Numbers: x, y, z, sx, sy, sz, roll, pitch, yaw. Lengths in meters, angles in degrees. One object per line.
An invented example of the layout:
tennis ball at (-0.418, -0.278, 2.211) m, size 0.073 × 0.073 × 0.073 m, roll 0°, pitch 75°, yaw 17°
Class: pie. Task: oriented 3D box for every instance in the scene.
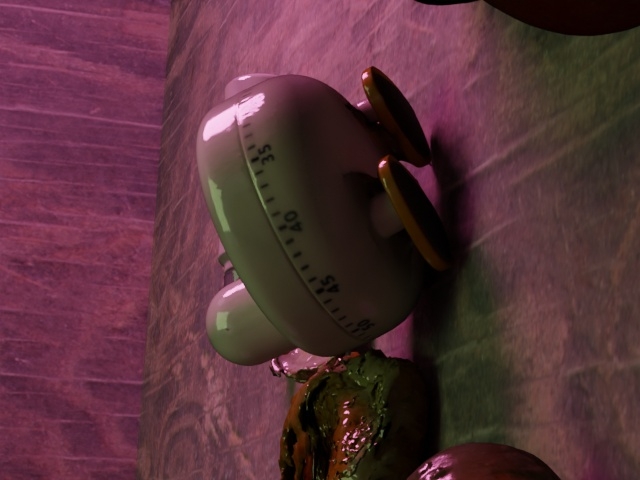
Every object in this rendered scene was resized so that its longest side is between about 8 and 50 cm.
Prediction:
pie at (0.018, 0.221, 1.620) m, size 0.308 × 0.085 × 0.308 m, roll -175°, pitch 90°, yaw -79°

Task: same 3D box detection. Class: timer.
timer at (-0.025, -0.010, 1.566) m, size 0.233 × 0.240 × 0.233 m, roll 54°, pitch -161°, yaw -28°

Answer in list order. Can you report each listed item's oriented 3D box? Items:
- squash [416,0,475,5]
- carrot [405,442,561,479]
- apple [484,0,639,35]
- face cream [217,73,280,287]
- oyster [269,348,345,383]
squash at (0.079, -0.265, 1.323) m, size 0.172 × 0.218 × 0.218 m, roll -44°, pitch 1°, yaw -17°
carrot at (0.113, 0.228, 1.067) m, size 0.302 × 0.138 × 0.139 m, roll -113°, pitch 31°, yaw -66°
apple at (0.133, -0.222, 0.977) m, size 0.234 × 0.234 × 0.234 m, roll -174°, pitch 90°, yaw -78°
face cream at (-0.068, -0.028, 2.131) m, size 0.092 × 0.092 × 0.311 m, roll 125°, pitch 147°, yaw -67°
oyster at (-0.002, 0.002, 1.873) m, size 0.129 × 0.078 × 0.345 m, roll -49°, pitch 29°, yaw 34°
